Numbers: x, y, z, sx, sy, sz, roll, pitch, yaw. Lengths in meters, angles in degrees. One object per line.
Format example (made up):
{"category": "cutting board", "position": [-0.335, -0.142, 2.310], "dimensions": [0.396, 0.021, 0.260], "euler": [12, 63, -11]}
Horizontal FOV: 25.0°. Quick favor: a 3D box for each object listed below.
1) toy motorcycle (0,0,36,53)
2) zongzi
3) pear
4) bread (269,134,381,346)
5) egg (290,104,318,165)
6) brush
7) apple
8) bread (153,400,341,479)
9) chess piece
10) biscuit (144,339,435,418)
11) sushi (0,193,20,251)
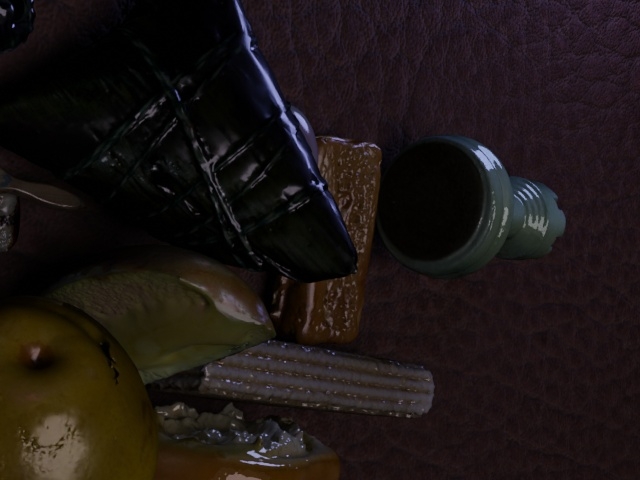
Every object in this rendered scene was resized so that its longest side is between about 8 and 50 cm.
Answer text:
{"category": "toy motorcycle", "position": [-0.395, -0.249, 1.348], "dimensions": [0.270, 0.106, 0.159], "euler": [-4, 101, -34]}
{"category": "zongzi", "position": [-0.186, -0.097, 1.543], "dimensions": [0.362, 0.319, 0.383], "euler": [-29, 103, -28]}
{"category": "pear", "position": [-0.317, 0.216, 1.473], "dimensions": [0.285, 0.336, 0.285], "euler": [27, 41, -26]}
{"category": "bread", "position": [0.001, 0.001, 1.852], "dimensions": [0.139, 0.077, 0.270], "euler": [0, 100, -42]}
{"category": "egg", "position": [-0.054, -0.100, 1.745], "dimensions": [0.103, 0.103, 0.135], "euler": [-6, 103, -45]}
{"category": "brush", "position": [-0.328, -0.060, 1.492], "dimensions": [0.196, 0.021, 0.070], "euler": [18, 65, -36]}
{"category": "apple", "position": [-0.198, 0.063, 1.564], "dimensions": [0.193, 0.265, 0.120], "euler": [39, 43, -37]}
{"category": "bread", "position": [-0.103, 0.323, 1.664], "dimensions": [0.316, 0.211, 0.270], "euler": [15, 78, -51]}
{"category": "chess piece", "position": [0.227, -0.038, 2.015], "dimensions": [0.299, 0.195, 0.194], "euler": [7, 96, -56]}
{"category": "biscuit", "position": [-0.036, 0.173, 1.817], "dimensions": [0.426, 0.144, 0.078], "euler": [14, 78, -46]}
{"category": "sushi", "position": [-0.334, -0.026, 1.516], "dimensions": [0.046, 0.044, 0.083], "euler": [-7, 105, -43]}
